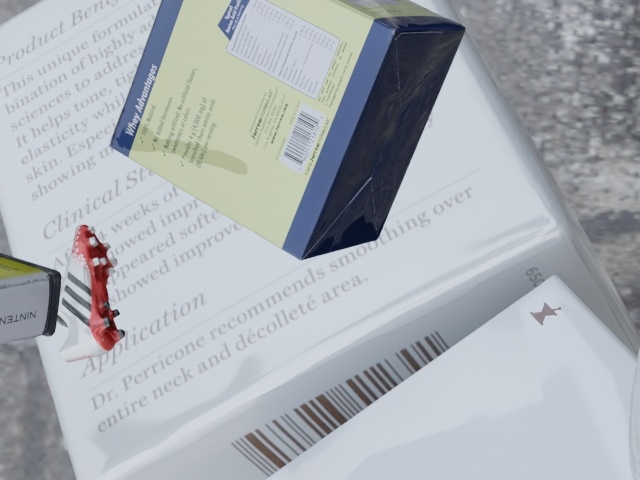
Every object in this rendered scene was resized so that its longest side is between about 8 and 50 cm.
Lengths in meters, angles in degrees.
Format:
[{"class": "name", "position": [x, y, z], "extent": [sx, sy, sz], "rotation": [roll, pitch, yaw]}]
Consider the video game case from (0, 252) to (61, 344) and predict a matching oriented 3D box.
[{"class": "video game case", "position": [-0.299, 0.012, 0.702], "extent": [0.274, 0.248, 0.035], "rotation": [14, 103, 30]}]

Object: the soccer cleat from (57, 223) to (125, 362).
[{"class": "soccer cleat", "position": [-0.122, 0.026, 0.809], "extent": [0.035, 0.029, 0.083], "rotation": [-25, 50, 12]}]

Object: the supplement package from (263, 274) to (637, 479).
[{"class": "supplement package", "position": [0.123, 0.201, 0.871], "extent": [0.198, 0.263, 0.199], "rotation": [-34, 55, -10]}]

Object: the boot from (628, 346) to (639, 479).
[{"class": "boot", "position": [0.146, -0.041, 0.329], "extent": [0.095, 0.123, 0.258], "rotation": [20, 90, 41]}]

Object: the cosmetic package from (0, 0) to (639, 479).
[{"class": "cosmetic package", "position": [0.000, 0.000, 1.113], "extent": [0.329, 0.327, 0.394], "rotation": [-29, 53, 9]}]

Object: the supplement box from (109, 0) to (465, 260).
[{"class": "supplement box", "position": [-0.012, -0.051, 0.531], "extent": [0.083, 0.056, 0.083], "rotation": [31, 110, 22]}]
